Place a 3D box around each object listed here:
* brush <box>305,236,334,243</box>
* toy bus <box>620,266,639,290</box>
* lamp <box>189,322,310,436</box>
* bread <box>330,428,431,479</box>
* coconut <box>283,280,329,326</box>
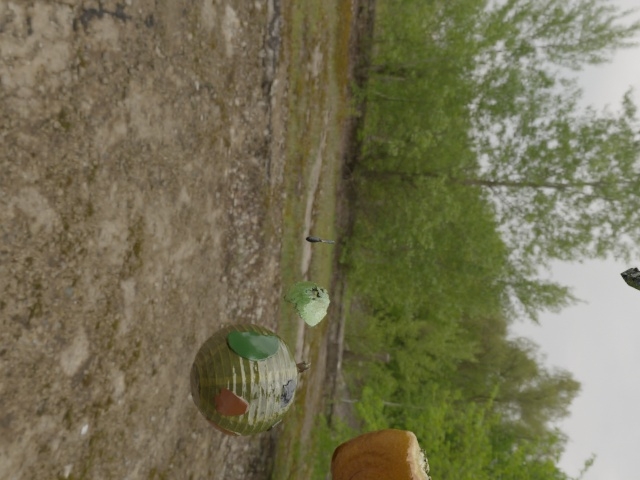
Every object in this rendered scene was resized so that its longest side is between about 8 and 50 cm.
[{"bbox_3d":[0.000,0.000,1.375,0.024,0.083,0.008,-50,-138,44],"label":"brush"},{"bbox_3d":[0.991,0.123,1.689,0.061,0.051,0.153,62,12,1],"label":"toy bus"},{"bbox_3d":[-0.148,0.307,1.218,0.250,0.284,0.250,3,-86,59],"label":"lamp"},{"bbox_3d":[0.100,0.427,0.844,0.121,0.174,0.245,39,38,-35],"label":"bread"},{"bbox_3d":[-0.033,0.162,1.507,0.055,0.133,0.158,-55,-155,34],"label":"coconut"}]
